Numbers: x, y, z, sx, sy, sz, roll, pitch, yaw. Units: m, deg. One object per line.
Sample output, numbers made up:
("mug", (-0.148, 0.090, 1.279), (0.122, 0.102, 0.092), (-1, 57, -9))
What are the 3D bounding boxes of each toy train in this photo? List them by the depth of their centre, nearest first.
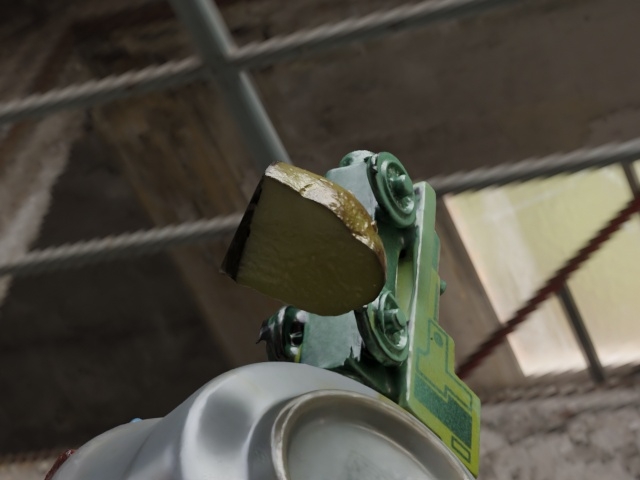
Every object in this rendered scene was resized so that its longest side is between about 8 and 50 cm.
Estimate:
("toy train", (0.065, 0.070, 1.784), (0.150, 0.237, 0.369), (-25, 36, 29))

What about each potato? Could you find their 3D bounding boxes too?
("potato", (0.000, 0.000, 1.115), (0.103, 0.096, 0.066), (31, 40, 3))

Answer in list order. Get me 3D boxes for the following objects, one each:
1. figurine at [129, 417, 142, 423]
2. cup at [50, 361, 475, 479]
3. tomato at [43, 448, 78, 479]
("figurine", (-0.155, 0.257, 1.336), (0.154, 0.180, 0.262), (-28, 7, 13))
("cup", (-0.002, 0.211, 1.119), (0.163, 0.347, 0.347), (-52, 18, 33))
("tomato", (-0.199, 0.312, 1.652), (0.233, 0.140, 0.200), (25, 101, 62))
